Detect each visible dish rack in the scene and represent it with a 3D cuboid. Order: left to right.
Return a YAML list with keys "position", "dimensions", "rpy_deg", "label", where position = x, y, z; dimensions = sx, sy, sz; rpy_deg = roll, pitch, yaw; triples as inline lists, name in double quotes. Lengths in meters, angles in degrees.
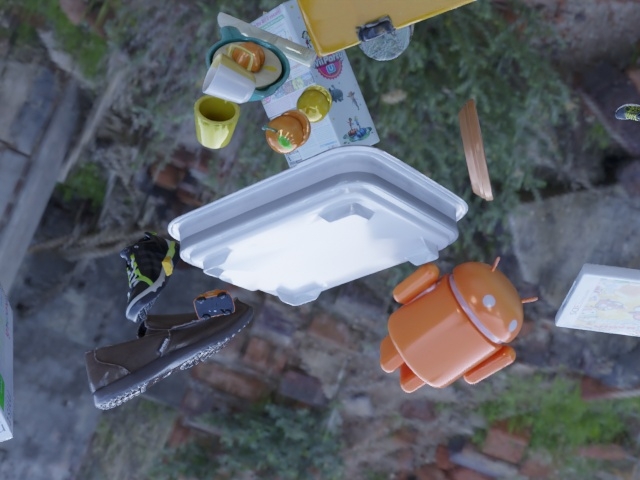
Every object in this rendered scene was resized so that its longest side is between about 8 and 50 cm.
- position: [0.000, 0.000, 1.294]
  dimensions: [0.333, 0.072, 0.286]
  rpy_deg: [-20, 153, 32]
  label: "dish rack"

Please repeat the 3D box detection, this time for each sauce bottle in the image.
- position: [0.135, -0.451, 1.977]
  dimensions: [0.112, 0.111, 0.344]
  rpy_deg: [21, -155, -2]
  label: "sauce bottle"

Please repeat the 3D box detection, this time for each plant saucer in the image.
- position: [0.298, -0.173, 1.923]
  dimensions: [0.037, 0.199, 0.200]
  rpy_deg: [-12, 159, 10]
  label: "plant saucer"

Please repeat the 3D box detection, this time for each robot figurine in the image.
- position: [0.179, 0.113, 1.345]
  dimensions: [0.158, 0.219, 0.128]
  rpy_deg: [59, -161, 22]
  label: "robot figurine"

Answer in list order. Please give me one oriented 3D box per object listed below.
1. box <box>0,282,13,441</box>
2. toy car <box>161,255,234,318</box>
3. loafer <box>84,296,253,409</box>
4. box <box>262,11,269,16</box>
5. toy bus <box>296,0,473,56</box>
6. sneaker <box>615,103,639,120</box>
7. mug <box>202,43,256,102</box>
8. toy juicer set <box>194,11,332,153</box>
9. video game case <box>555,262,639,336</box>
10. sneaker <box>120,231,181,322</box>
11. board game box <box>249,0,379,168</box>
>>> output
- position: [-0.491, 0.106, 1.282]
  dimensions: [0.127, 0.262, 0.231]
  rpy_deg: [-15, 127, -7]
  label: "box"
- position: [-0.173, 0.059, 1.438]
  dimensions: [0.122, 0.060, 0.040]
  rpy_deg: [57, -169, -21]
  label: "toy car"
- position: [-0.292, 0.187, 1.919]
  dimensions: [0.130, 0.366, 0.134]
  rpy_deg: [58, 148, 9]
  label: "loafer"
- position: [-0.048, -0.455, 2.174]
  dimensions: [0.169, 0.059, 0.054]
  rpy_deg: [20, -160, 28]
  label: "box"
- position: [0.132, -0.347, 1.326]
  dimensions: [0.333, 0.108, 0.130]
  rpy_deg: [-16, -170, 26]
  label: "toy bus"
- position: [0.646, -0.262, 2.045]
  dimensions: [0.083, 0.035, 0.031]
  rpy_deg: [-8, 129, 32]
  label: "sneaker"
- position: [-0.124, -0.234, 1.427]
  dimensions: [0.064, 0.078, 0.062]
  rpy_deg: [23, -155, -19]
  label: "mug"
- position: [-0.079, -0.270, 1.586]
  dimensions: [0.209, 0.328, 0.089]
  rpy_deg: [9, 137, -5]
  label: "toy juicer set"
- position: [0.549, 0.112, 1.749]
  dimensions: [0.227, 0.026, 0.206]
  rpy_deg: [7, 150, 2]
  label: "video game case"
- position: [-0.320, 0.059, 1.764]
  dimensions: [0.097, 0.084, 0.234]
  rpy_deg: [32, -154, -8]
  label: "sneaker"
- position: [-0.030, -0.300, 1.921]
  dimensions: [0.224, 0.098, 0.303]
  rpy_deg: [-8, 108, 60]
  label: "board game box"
